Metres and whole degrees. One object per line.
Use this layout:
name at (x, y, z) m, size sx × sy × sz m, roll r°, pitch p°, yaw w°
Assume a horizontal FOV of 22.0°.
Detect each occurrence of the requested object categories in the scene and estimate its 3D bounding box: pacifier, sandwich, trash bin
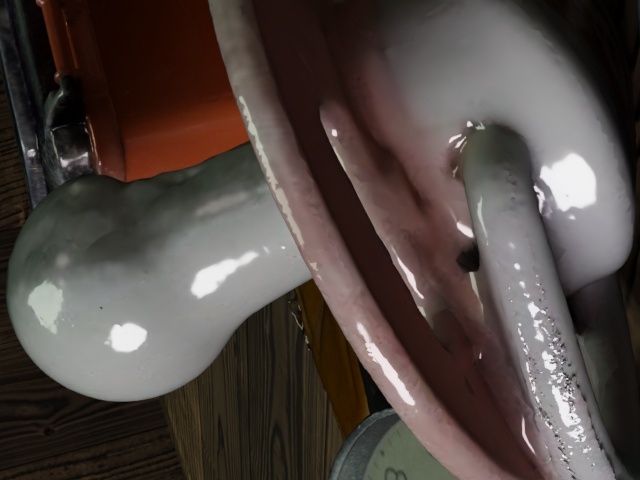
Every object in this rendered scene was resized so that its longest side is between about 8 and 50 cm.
pacifier at (0.018, -0.026, 0.631) m, size 0.332 × 0.273 × 0.220 m, roll -62°, pitch -19°, yaw -69°
sandwich at (0.033, 0.040, 1.057) m, size 0.212 × 0.063 × 0.245 m, roll 105°, pitch 148°, yaw -65°
trash bin at (-0.042, -0.093, 0.845) m, size 0.184 × 0.239 × 0.161 m, roll 97°, pitch 159°, yaw -64°

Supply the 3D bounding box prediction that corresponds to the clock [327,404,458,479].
clock at (0.072, 0.170, 0.736) m, size 0.215 × 0.042 × 0.215 m, roll 23°, pitch 118°, yaw 53°

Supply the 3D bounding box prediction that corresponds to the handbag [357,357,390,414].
handbag at (0.094, 0.165, 0.882) m, size 0.275 × 0.088 × 0.244 m, roll -170°, pitch 69°, yaw -80°

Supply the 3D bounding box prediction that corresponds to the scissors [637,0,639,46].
scissors at (0.130, 0.036, 0.574) m, size 0.256 × 0.029 × 0.383 m, roll -81°, pitch -18°, yaw -50°
